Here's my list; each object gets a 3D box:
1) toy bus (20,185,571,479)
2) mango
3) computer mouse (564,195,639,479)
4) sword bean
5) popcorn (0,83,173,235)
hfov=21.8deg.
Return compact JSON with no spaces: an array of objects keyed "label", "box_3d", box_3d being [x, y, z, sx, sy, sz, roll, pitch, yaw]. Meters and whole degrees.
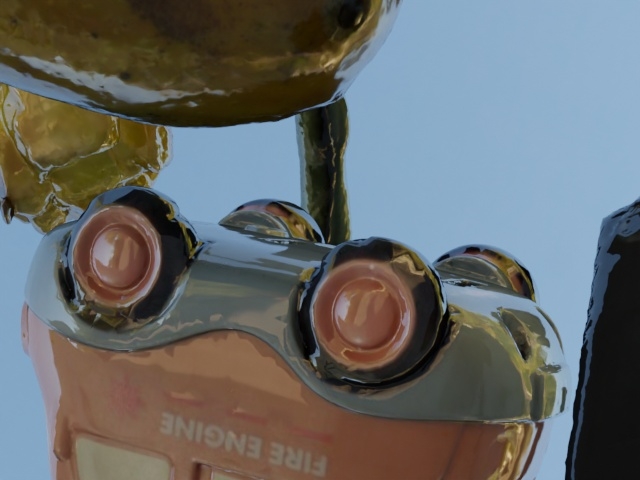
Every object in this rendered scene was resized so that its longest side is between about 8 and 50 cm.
[{"label":"toy bus","box_3d":[-0.017,0.095,0.876,0.194,0.288,0.232,-5,-76,-67]},{"label":"mango","box_3d":[-0.121,-0.154,0.730,0.330,0.176,0.175,17,-90,2]},{"label":"computer mouse","box_3d":[0.182,0.077,0.627,0.100,0.170,0.269,51,-142,-32]},{"label":"sword bean","box_3d":[0.000,0.001,1.090,0.043,0.038,0.269,-8,-64,-16]},{"label":"popcorn","box_3d":[-0.166,-0.075,1.051,0.152,0.167,0.148,-41,-72,-28]}]
